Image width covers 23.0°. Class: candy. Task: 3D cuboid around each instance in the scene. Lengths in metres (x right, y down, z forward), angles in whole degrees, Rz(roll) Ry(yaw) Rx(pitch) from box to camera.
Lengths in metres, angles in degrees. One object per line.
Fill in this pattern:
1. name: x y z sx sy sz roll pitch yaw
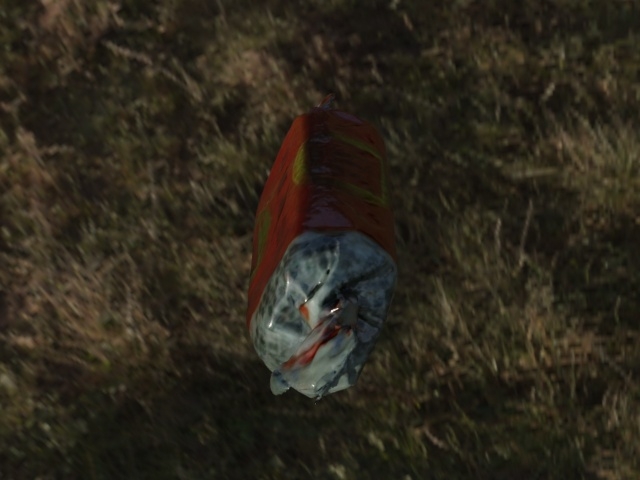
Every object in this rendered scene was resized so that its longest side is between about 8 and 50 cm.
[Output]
1. candy: 0.001 0.000 0.794 0.059 0.086 0.292 20 29 -12
